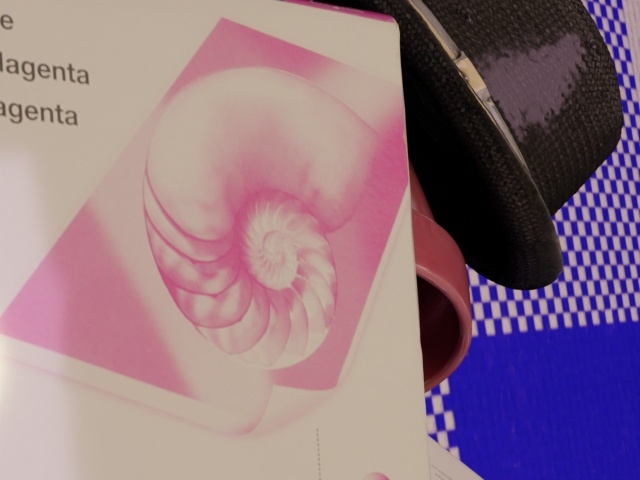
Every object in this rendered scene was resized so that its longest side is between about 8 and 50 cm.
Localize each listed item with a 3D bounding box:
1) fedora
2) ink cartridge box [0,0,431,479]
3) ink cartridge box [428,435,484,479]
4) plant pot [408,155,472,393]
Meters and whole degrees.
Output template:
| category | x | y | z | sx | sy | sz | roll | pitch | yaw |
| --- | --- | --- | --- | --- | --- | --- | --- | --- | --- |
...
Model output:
| category | x | y | z | sx | sy | sz | roll | pitch | yaw |
| --- | --- | --- | --- | --- | --- | --- | --- | --- | --- |
| fedora | 0.114 | -0.129 | 1.213 | 0.152 | 0.334 | 0.334 | -34 | 113 | -11 |
| ink cartridge box | -0.103 | -0.028 | 0.597 | 0.324 | 0.071 | 0.330 | 4 | 78 | -39 |
| ink cartridge box | -0.010 | 0.251 | 1.075 | 0.309 | 0.130 | 0.272 | 42 | 58 | -40 |
| plant pot | 0.000 | 0.000 | 1.143 | 0.201 | 0.201 | 0.180 | 41 | 34 | -41 |
